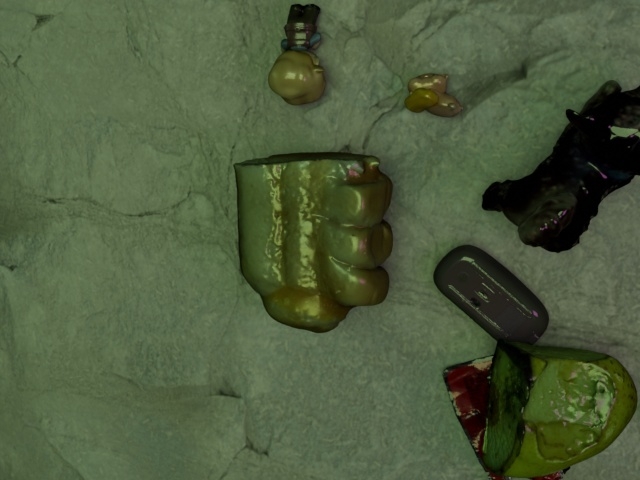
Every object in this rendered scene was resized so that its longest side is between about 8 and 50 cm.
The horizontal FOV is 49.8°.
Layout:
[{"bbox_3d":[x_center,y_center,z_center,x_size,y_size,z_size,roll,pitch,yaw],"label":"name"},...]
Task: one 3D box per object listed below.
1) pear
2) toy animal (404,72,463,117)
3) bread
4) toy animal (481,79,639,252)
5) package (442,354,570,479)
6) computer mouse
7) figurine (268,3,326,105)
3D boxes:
[{"bbox_3d":[0.430,0.312,1.219,0.255,0.164,0.238,8,90,-11],"label":"pear"},{"bbox_3d":[0.214,-0.280,1.291,0.114,0.091,0.082,13,85,15],"label":"toy animal"},{"bbox_3d":[0.000,0.000,1.314,0.301,0.210,0.341,-2,96,27],"label":"bread"},{"bbox_3d":[0.443,-0.119,1.131,0.194,0.303,0.344,42,105,4],"label":"toy animal"},{"bbox_3d":[0.364,0.354,1.323,0.194,0.071,0.269,-15,88,2],"label":"package"},{"bbox_3d":[0.323,0.107,1.310,0.232,0.057,0.120,40,114,5],"label":"computer mouse"},{"bbox_3d":[-0.043,-0.364,1.353,0.114,0.108,0.196,3,79,5],"label":"figurine"}]
